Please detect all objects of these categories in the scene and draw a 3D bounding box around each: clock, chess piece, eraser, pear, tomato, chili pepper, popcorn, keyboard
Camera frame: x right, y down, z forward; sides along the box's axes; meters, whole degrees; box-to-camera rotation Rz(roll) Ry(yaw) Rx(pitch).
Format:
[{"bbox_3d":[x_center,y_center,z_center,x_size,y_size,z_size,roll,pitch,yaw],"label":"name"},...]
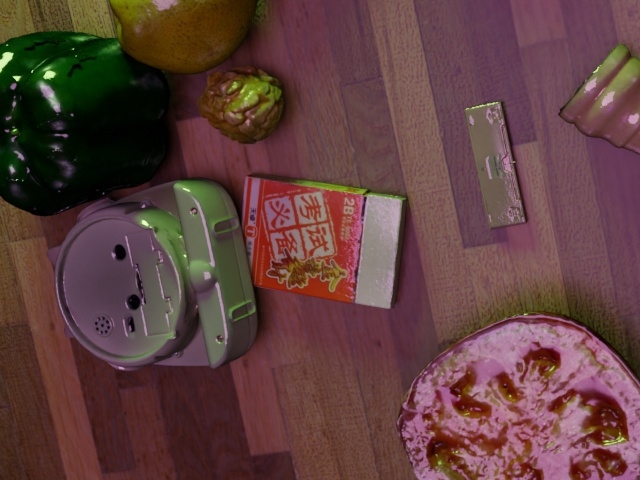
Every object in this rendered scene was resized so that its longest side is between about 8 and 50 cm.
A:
[{"bbox_3d":[-0.256,0.062,1.826,0.324,0.109,0.265,-10,96,27],"label":"clock"},{"bbox_3d":[0.481,-0.074,1.589,0.397,0.117,0.117,41,108,5],"label":"chess piece"},{"bbox_3d":[0.000,0.000,1.787,0.230,0.038,0.157,9,103,16],"label":"eraser"},{"bbox_3d":[-0.186,-0.318,1.718,0.198,0.198,0.198,3,100,17],"label":"pear"},{"bbox_3d":[0.285,0.248,1.687,0.339,0.144,0.338,1,96,14],"label":"tomato"},{"bbox_3d":[-0.343,-0.167,1.757,0.233,0.257,0.248,-11,98,24],"label":"chili pepper"},{"bbox_3d":[-0.104,-0.190,1.751,0.116,0.121,0.106,45,75,-2],"label":"popcorn"},{"bbox_3d":[0.235,-0.100,1.709,0.055,0.017,0.165,-10,96,23],"label":"keyboard"}]
